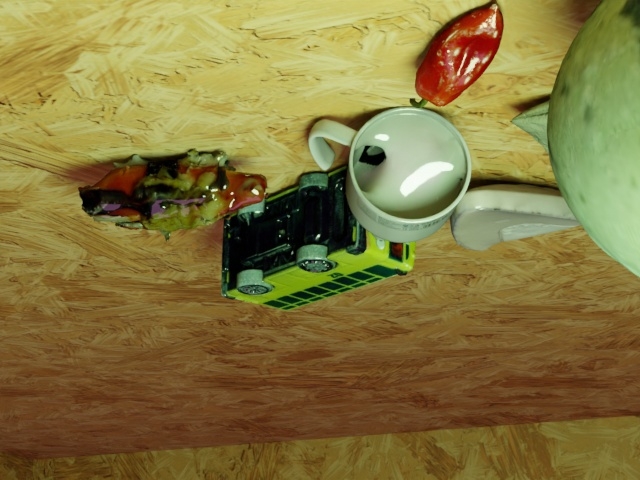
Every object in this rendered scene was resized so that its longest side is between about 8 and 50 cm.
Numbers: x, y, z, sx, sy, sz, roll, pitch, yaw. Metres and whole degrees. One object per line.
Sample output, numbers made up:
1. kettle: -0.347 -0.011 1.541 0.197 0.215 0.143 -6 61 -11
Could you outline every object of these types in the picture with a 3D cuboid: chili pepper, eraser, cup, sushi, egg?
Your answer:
1. chili pepper: 0.132 -0.173 1.285 0.059 0.050 0.191 19 150 -12
2. eraser: 0.248 -0.040 1.719 0.204 0.059 0.243 -12 164 30
3. cup: 0.074 -0.065 1.495 0.173 0.134 0.142 -2 165 -4
4. sushi: -0.172 -0.056 1.570 0.226 0.103 0.097 -1 136 7
5. egg: 0.382 -0.102 1.054 0.345 0.345 0.428 12 172 -39

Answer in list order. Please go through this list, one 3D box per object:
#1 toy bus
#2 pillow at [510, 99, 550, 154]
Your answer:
1. toy bus: 0.000 0.000 1.696 0.150 0.128 0.262 19 153 -39
2. pillow: 0.318 -0.118 1.496 0.148 0.050 0.229 -3 164 25
